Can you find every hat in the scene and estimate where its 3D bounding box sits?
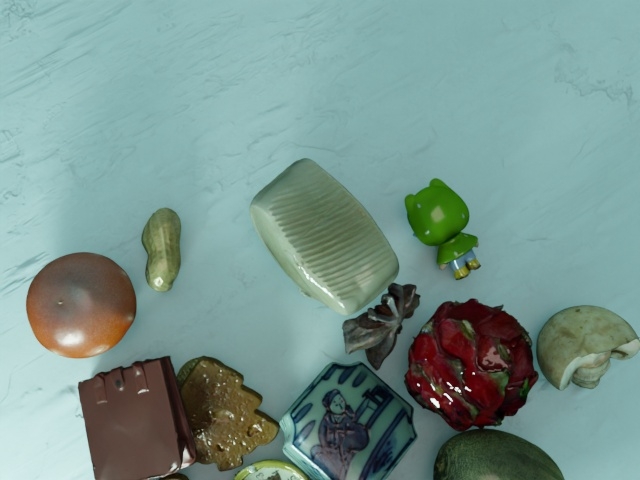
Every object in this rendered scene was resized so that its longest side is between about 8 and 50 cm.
[{"bbox_3d":[-0.291,0.360,1.829,0.146,0.067,0.146,1,81,-5],"label":"hat"}]

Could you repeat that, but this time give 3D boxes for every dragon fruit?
[{"bbox_3d":[0.364,0.303,1.787,0.329,0.329,0.329,1,81,-6],"label":"dragon fruit"}]

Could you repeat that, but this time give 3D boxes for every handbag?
[{"bbox_3d":[-0.440,0.430,1.752,0.260,0.084,0.275,-17,82,20],"label":"handbag"}]

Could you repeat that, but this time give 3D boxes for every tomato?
[{"bbox_3d":[-0.570,0.154,1.762,0.256,0.224,0.255,-1,82,4],"label":"tomato"}]

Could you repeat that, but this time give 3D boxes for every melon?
[{"bbox_3d":[0.432,0.585,1.779,0.329,0.248,0.248,16,79,-6],"label":"melon"}]

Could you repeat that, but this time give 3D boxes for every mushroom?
[{"bbox_3d":[0.670,0.269,1.902,0.254,0.195,0.189,-20,50,-3],"label":"mushroom"}]

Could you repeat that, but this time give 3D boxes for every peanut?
[{"bbox_3d":[-0.400,0.023,1.862,0.099,0.090,0.214,0,80,-18],"label":"peanut"}]

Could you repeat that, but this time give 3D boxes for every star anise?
[{"bbox_3d":[0.155,0.198,1.845,0.111,0.198,0.257,29,75,32],"label":"star anise"}]

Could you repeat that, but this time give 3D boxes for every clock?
[{"bbox_3d":[-0.112,0.643,1.793,0.237,0.057,0.237,0,91,8],"label":"clock"}]

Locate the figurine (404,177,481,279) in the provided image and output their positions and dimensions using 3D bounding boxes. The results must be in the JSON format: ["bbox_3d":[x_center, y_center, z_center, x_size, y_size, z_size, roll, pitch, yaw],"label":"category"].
[{"bbox_3d":[0.327,-0.028,1.928,0.162,0.143,0.263,-32,96,-4],"label":"figurine"}]

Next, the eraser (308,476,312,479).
[{"bbox_3d":[0.022,0.599,1.823,0.105,0.065,0.026,17,80,-2],"label":"eraser"}]

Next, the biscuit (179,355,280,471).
[{"bbox_3d":[-0.244,0.417,1.796,0.278,0.043,0.301,-9,103,-6],"label":"biscuit"}]

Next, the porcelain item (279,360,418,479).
[{"bbox_3d":[0.067,0.454,1.772,0.286,0.157,0.281,42,65,9],"label":"porcelain item"}]

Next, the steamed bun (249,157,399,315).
[{"bbox_3d":[0.002,0.004,1.838,0.247,0.236,0.383,-41,87,-18],"label":"steamed bun"}]

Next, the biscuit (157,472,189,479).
[{"bbox_3d":[-0.374,0.726,1.750,0.395,0.070,0.350,14,86,-2],"label":"biscuit"}]
